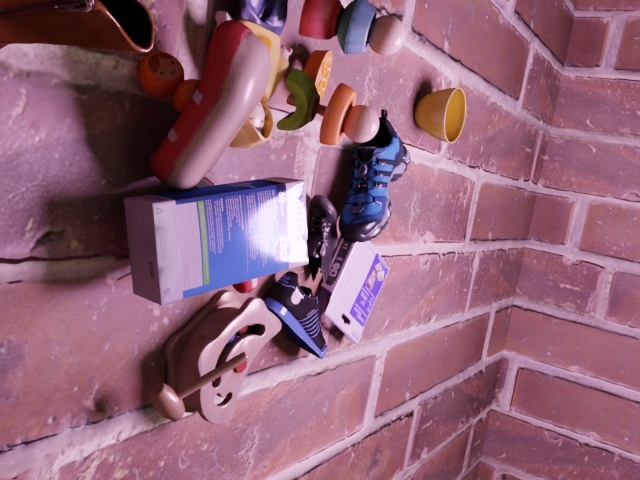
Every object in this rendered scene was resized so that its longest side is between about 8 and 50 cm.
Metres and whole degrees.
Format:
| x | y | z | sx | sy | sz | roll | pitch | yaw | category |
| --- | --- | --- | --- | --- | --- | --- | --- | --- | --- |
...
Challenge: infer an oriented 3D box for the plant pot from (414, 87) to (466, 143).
| x | y | z | sx | sy | sz | roll | pitch | yaw | category |
| --- | --- | --- | --- | --- | --- | --- | --- | --- | --- |
| 0.290 | -0.312 | 1.549 | 0.134 | 0.095 | 0.134 | -29 | 125 | -51 | plant pot |

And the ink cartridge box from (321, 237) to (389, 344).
| x | y | z | sx | sy | sz | roll | pitch | yaw | category |
| --- | --- | --- | --- | --- | --- | --- | --- | --- | --- |
| 0.072 | 0.105 | 1.414 | 0.208 | 0.045 | 0.206 | -66 | 147 | -18 | ink cartridge box |

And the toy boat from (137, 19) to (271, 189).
| x | y | z | sx | sy | sz | roll | pitch | yaw | category |
| --- | --- | --- | --- | --- | --- | --- | --- | --- | --- |
| -0.171 | -0.192 | 0.828 | 0.231 | 0.151 | 0.151 | -50 | -171 | 23 | toy boat |

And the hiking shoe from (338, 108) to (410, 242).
| x | y | z | sx | sy | sz | roll | pitch | yaw | category |
| --- | --- | --- | --- | --- | --- | --- | --- | --- | --- |
| 0.094 | -0.130 | 1.309 | 0.132 | 0.113 | 0.304 | 59 | 40 | -39 | hiking shoe |

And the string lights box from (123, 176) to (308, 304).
| x | y | z | sx | sy | sz | roll | pitch | yaw | category |
| --- | --- | --- | --- | --- | --- | --- | --- | --- | --- |
| -0.135 | -0.009 | 0.884 | 0.259 | 0.076 | 0.133 | -13 | 108 | -43 | string lights box |

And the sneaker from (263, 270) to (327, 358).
| x | y | z | sx | sy | sz | roll | pitch | yaw | category |
| --- | --- | --- | --- | --- | --- | --- | --- | --- | --- |
| -0.031 | 0.151 | 1.233 | 0.090 | 0.081 | 0.232 | -55 | 142 | -19 | sneaker |

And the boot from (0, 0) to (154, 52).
| x | y | z | sx | sy | sz | roll | pitch | yaw | category |
| --- | --- | --- | --- | --- | --- | --- | --- | --- | --- |
| -0.308 | -0.198 | 0.459 | 0.264 | 0.280 | 0.096 | 27 | 78 | -58 | boot |

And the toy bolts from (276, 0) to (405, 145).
| x | y | z | sx | sy | sz | roll | pitch | yaw | category |
| --- | --- | --- | --- | --- | --- | --- | --- | --- | --- |
| 0.048 | -0.284 | 1.032 | 0.218 | 0.158 | 0.229 | -59 | 166 | -59 | toy bolts |

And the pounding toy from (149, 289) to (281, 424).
| x | y | z | sx | sy | sz | roll | pitch | yaw | category |
| --- | --- | --- | --- | --- | --- | --- | --- | --- | --- |
| -0.145 | 0.208 | 1.001 | 0.269 | 0.154 | 0.154 | -46 | 133 | -40 | pounding toy |

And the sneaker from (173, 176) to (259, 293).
| x | y | z | sx | sy | sz | roll | pitch | yaw | category |
| --- | --- | --- | --- | --- | --- | --- | --- | --- | --- |
| -0.185 | 0.020 | 0.955 | 0.128 | 0.087 | 0.221 | -44 | 125 | -29 | sneaker |

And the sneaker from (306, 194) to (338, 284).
| x | y | z | sx | sy | sz | roll | pitch | yaw | category |
| --- | --- | --- | --- | --- | --- | --- | --- | --- | --- |
| -0.002 | -0.001 | 1.247 | 0.089 | 0.051 | 0.170 | -56 | 147 | -37 | sneaker |

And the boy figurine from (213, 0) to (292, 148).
| x | y | z | sx | sy | sz | roll | pitch | yaw | category |
| --- | --- | --- | --- | --- | --- | --- | --- | --- | --- |
| -0.102 | -0.282 | 0.943 | 0.177 | 0.092 | 0.285 | 15 | 85 | -61 | boy figurine |
